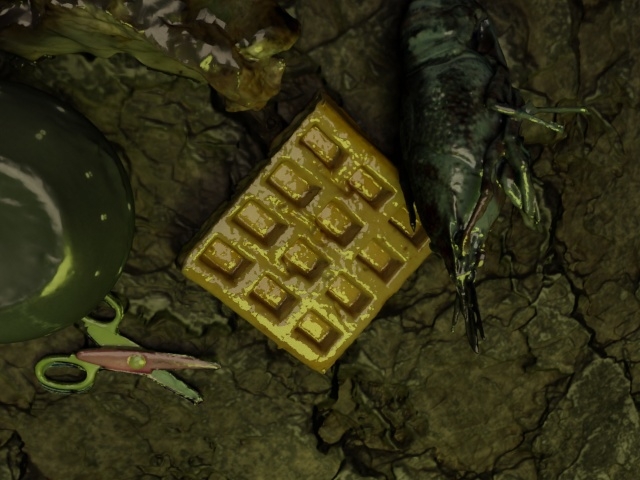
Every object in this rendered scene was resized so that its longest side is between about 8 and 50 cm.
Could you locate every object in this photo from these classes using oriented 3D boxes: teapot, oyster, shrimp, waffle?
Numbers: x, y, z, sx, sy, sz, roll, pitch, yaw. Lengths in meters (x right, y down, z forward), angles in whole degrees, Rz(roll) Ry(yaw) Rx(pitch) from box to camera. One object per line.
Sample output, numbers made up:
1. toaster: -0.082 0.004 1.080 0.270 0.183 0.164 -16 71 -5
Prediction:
1. teapot: -0.238 -0.039 0.467 0.183 0.251 0.184 -5 109 -14
2. oyster: -0.186 -0.208 0.498 0.337 0.133 0.198 27 105 -17
3. shrimp: 0.162 -0.085 0.578 0.137 0.172 0.372 -11 87 -44
4. waffle: 0.000 0.000 0.652 0.221 0.055 0.248 40 93 -22

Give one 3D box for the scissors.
1. scissors: -0.206 0.133 0.653 0.187 0.020 0.134 23 102 -19
